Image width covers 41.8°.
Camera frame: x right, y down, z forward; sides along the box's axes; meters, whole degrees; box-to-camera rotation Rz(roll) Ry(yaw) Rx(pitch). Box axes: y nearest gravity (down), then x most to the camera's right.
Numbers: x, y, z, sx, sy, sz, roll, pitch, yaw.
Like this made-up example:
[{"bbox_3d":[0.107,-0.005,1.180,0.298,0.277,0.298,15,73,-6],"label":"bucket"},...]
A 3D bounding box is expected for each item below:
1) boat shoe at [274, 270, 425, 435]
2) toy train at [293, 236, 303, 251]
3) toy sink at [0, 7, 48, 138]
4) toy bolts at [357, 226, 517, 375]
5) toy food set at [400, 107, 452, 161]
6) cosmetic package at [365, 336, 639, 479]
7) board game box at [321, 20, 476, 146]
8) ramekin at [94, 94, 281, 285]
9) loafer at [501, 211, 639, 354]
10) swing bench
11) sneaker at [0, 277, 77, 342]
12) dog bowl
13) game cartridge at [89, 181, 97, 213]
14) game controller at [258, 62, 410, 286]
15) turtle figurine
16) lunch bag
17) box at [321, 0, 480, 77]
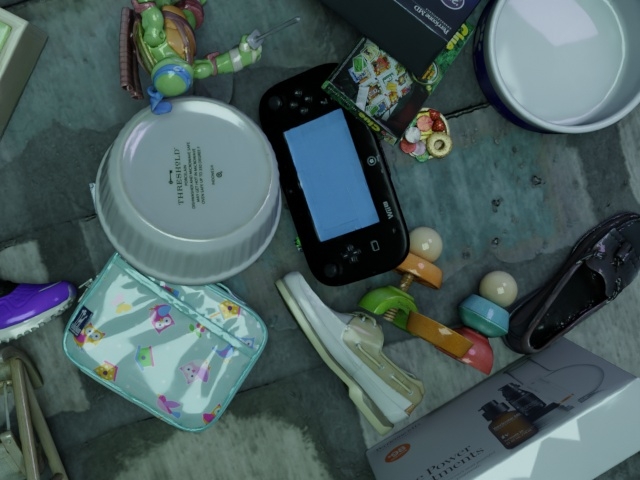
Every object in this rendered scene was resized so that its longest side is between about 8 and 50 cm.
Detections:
[{"bbox_3d":[0.046,0.156,1.287,0.103,0.113,0.302,-37,108,-2],"label":"boat shoe"},{"bbox_3d":[0.000,0.000,1.310,0.083,0.017,0.024,-12,106,-4],"label":"toy train"},{"bbox_3d":[-0.517,-0.230,1.186,0.152,0.131,0.234,27,93,-6],"label":"toy sink"},{"bbox_3d":[0.209,0.089,1.257,0.228,0.218,0.159,30,85,-25],"label":"toy bolts"},{"bbox_3d":[0.162,-0.165,1.308,0.082,0.020,0.083,-10,96,-4],"label":"toy food set"},{"bbox_3d":[0.264,0.296,1.225,0.377,0.284,0.097,-31,95,-2],"label":"cosmetic package"},{"bbox_3d":[0.120,-0.270,1.232,0.136,0.030,0.260,38,62,-5],"label":"board game box"},{"bbox_3d":[-0.179,-0.079,1.185,0.272,0.127,0.273,4,72,-13],"label":"ramekin"},{"bbox_3d":[0.417,0.075,1.314,0.302,0.095,0.109,-42,97,-1],"label":"loafer"},{"bbox_3d":[-0.533,0.299,1.219,0.253,0.165,0.255,-15,91,-3],"label":"swing bench"},{"bbox_3d":[-0.513,0.085,1.228,0.293,0.102,0.146,-18,96,-3],"label":"sneaker"},{"bbox_3d":[0.370,-0.294,1.274,0.264,0.104,0.265,0,95,-5],"label":"dog bowl"},{"bbox_3d":[-0.305,-0.069,1.278,0.083,0.017,0.056,-12,92,-4],"label":"game cartridge"},{"bbox_3d":[0.021,-0.096,1.244,0.166,0.067,0.319,-19,89,32],"label":"game controller"},{"bbox_3d":[-0.163,-0.324,1.120,0.197,0.266,0.275,6,130,-26],"label":"turtle figurine"},{"bbox_3d":[-0.231,0.133,1.255,0.279,0.108,0.224,34,91,-7],"label":"lunch bag"},{"bbox_3d":[0.102,-0.390,1.198,0.261,0.103,0.184,37,64,-2],"label":"box"}]
